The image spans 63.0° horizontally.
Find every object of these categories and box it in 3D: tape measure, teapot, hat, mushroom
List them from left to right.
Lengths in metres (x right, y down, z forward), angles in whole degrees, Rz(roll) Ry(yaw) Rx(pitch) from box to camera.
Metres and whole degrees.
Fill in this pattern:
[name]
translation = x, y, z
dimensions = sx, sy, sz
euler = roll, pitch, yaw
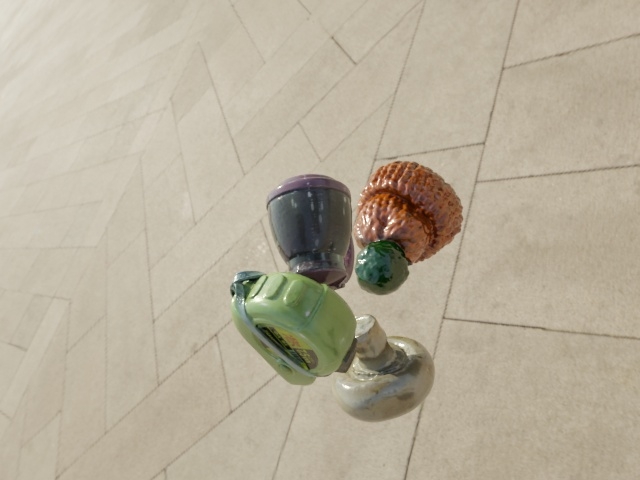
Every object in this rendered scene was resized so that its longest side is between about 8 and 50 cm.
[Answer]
[tape measure]
translation = -0.029, 0.104, 0.646
dimensions = 0.154, 0.177, 0.087
euler = -10, 40, 45
[teapot]
translation = -0.010, 0.001, 0.705
dimensions = 0.116, 0.148, 0.146
euler = -7, 70, 1
[mushroom]
translation = 0.105, 0.251, 1.027
dimensions = 0.206, 0.209, 0.206
euler = -46, 2, 2
[hat]
translation = 0.182, -0.008, 1.376
dimensions = 0.285, 0.285, 0.400
euler = 2, 40, 46
